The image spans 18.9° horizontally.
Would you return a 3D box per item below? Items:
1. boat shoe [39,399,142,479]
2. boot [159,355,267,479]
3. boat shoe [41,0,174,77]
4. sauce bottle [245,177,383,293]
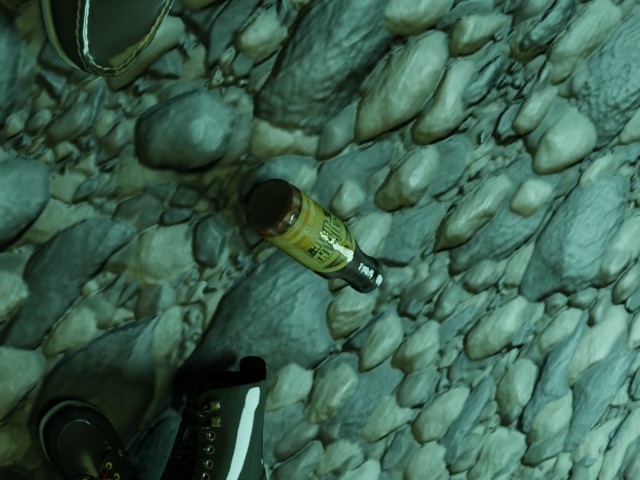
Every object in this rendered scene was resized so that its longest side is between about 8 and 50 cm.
[{"bbox_3d":[-0.147,0.156,1.298,0.049,0.042,0.133,-35,136,-12],"label":"boat shoe"},{"bbox_3d":[-0.097,0.162,1.284,0.198,0.077,0.137,-25,121,-63],"label":"boot"},{"bbox_3d":[-0.094,-0.186,1.059,0.081,0.069,0.227,-2,122,-39],"label":"boat shoe"},{"bbox_3d":[0.000,0.000,1.300,0.042,0.042,0.128,-52,139,5],"label":"sauce bottle"}]
